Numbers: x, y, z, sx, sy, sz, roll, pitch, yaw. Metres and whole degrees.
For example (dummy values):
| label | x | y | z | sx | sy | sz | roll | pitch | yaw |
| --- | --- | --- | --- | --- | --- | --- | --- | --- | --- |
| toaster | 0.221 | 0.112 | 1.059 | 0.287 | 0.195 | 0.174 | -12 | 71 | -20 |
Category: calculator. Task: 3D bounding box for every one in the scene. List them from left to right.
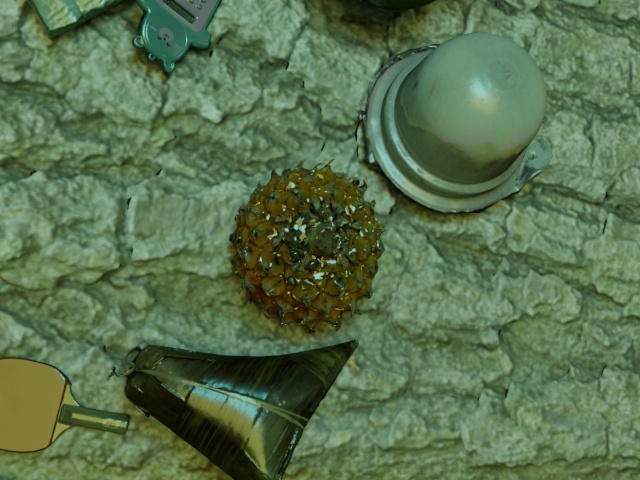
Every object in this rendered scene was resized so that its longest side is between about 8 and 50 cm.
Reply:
| label | x | y | z | sx | sy | sz | roll | pitch | yaw |
| --- | --- | --- | --- | --- | --- | --- | --- | --- | --- |
| calculator | -0.145 | -0.244 | 0.711 | 0.094 | 0.019 | 0.141 | 33 | 73 | -32 |

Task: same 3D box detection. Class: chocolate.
| label | x | y | z | sx | sy | sz | roll | pitch | yaw |
| --- | --- | --- | --- | --- | --- | --- | --- | --- | --- |
| chocolate | 0.162 | -0.132 | 0.712 | 0.221 | 0.147 | 0.221 | 2 | 83 | -15 |

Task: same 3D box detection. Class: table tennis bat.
| label | x | y | z | sx | sy | sz | roll | pitch | yaw |
| --- | --- | --- | --- | --- | --- | --- | --- | --- | --- |
| table tennis bat | -0.263 | 0.162 | 0.660 | 0.157 | 0.013 | 0.087 | 13 | 79 | -8 |

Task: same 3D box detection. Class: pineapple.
| label | x | y | z | sx | sy | sz | roll | pitch | yaw |
| --- | --- | --- | --- | --- | --- | --- | --- | --- | --- |
| pineapple | -0.004 | 0.001 | 0.666 | 0.162 | 0.137 | 0.175 | 16 | 82 | -9 |

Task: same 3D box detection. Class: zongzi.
| label | x | y | z | sx | sy | sz | roll | pitch | yaw |
| --- | --- | --- | --- | --- | --- | --- | --- | --- | --- |
| zongzi | -0.080 | 0.121 | 0.674 | 0.187 | 0.084 | 0.184 | 36 | 64 | -1 |

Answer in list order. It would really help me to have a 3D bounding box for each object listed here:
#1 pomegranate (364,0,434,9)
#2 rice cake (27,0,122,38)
| label | x | y | z | sx | sy | sz | roll | pitch | yaw |
| --- | --- | --- | --- | --- | --- | --- | --- | --- | --- |
| pomegranate | 0.100 | -0.340 | 0.682 | 0.248 | 0.202 | 0.202 | -1 | 82 | 28 |
| rice cake | -0.283 | -0.331 | 0.695 | 0.127 | 0.043 | 0.237 | -35 | 92 | -14 |
